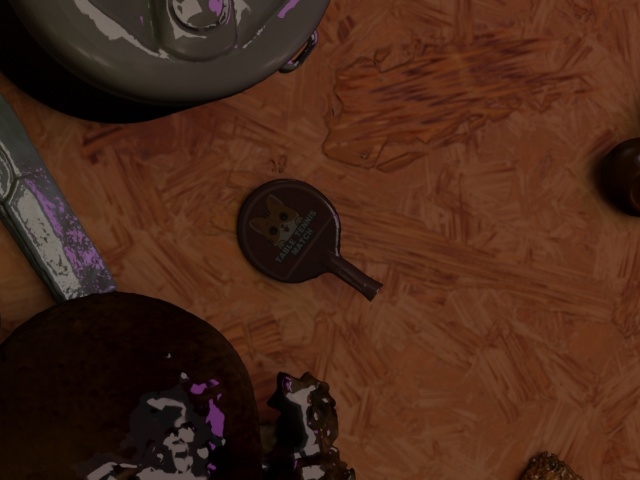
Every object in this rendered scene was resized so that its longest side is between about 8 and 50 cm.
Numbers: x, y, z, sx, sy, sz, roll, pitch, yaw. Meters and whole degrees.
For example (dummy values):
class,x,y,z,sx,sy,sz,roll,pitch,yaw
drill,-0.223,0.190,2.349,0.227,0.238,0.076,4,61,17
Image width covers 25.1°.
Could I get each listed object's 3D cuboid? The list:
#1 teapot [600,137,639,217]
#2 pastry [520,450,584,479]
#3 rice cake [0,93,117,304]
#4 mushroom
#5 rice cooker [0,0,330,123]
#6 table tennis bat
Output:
class,x,y,z,sx,sy,sz,roll,pitch,yaw
teapot,0.381,-0.077,1.669,0.129,0.078,0.098,26,121,-30
pastry,0.277,0.313,1.630,0.080,0.056,0.140,-45,103,-28
rice cake,-0.308,-0.081,1.397,0.066,0.063,0.336,-35,101,-25
mushroom,-0.174,0.204,1.379,0.334,0.356,0.331,-5,108,20
rice cooker,-0.165,-0.274,1.312,0.335,0.325,0.335,0,90,-22
table tennis bat,0.000,0.000,1.549,0.170,0.119,0.107,36,103,5
